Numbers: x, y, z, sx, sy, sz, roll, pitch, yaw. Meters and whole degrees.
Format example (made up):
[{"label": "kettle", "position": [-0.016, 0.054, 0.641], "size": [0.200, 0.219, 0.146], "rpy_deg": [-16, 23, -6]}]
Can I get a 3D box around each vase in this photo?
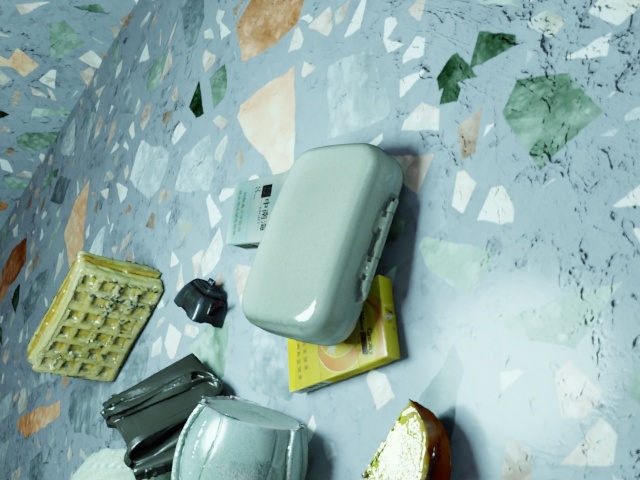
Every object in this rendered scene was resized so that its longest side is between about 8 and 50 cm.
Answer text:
[{"label": "vase", "position": [-0.170, 0.529, 1.215], "size": [0.250, 0.250, 0.445], "rpy_deg": [9, 85, 51]}]

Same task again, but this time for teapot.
[{"label": "teapot", "position": [-0.280, 0.137, 1.597], "size": [0.177, 0.087, 0.096], "rpy_deg": [30, 97, 51]}]

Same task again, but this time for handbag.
[{"label": "handbag", "position": [-0.330, 0.383, 1.447], "size": [0.285, 0.257, 0.113], "rpy_deg": [37, 139, 49]}]

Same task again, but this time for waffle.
[{"label": "waffle", "position": [-0.635, 0.217, 1.858], "size": [0.376, 0.261, 0.114], "rpy_deg": [-57, 36, 20]}]

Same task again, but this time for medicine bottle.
[{"label": "medicine bottle", "position": [0.000, 0.000, 1.226], "size": [0.282, 0.123, 0.375], "rpy_deg": [2, 69, 49]}]

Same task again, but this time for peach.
[{"label": "peach", "position": [0.141, 0.336, 1.010], "size": [0.127, 0.092, 0.172], "rpy_deg": [-3, 64, 45]}]

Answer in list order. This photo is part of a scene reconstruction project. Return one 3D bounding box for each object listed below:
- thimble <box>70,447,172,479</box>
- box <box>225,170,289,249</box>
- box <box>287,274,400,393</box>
[{"label": "thimble", "position": [-0.418, 0.606, 1.432], "size": [0.291, 0.291, 0.195], "rpy_deg": [-42, 20, 34]}, {"label": "box", "position": [-0.111, -0.064, 1.474], "size": [0.243, 0.067, 0.155], "rpy_deg": [-3, 77, 50]}, {"label": "box", "position": [0.034, 0.180, 1.229], "size": [0.269, 0.043, 0.152], "rpy_deg": [-29, 55, 42]}]
